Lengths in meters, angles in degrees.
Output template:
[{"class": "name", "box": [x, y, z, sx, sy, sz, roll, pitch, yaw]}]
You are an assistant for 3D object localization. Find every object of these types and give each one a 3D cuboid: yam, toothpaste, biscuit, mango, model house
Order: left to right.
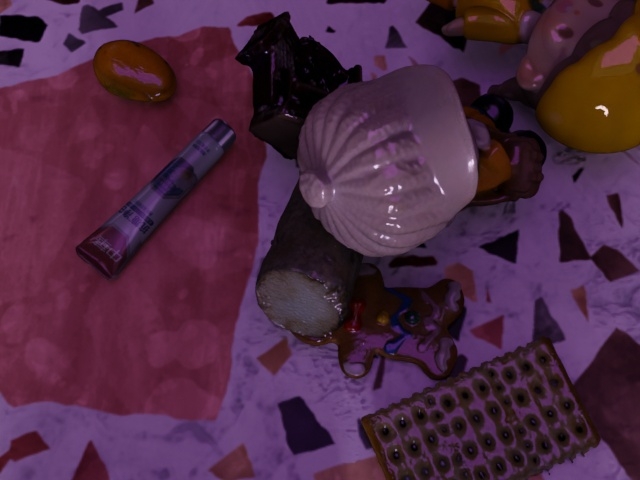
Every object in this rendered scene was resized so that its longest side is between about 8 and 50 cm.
[{"class": "mango", "box": [-0.236, -0.214, 1.204, 0.114, 0.057, 0.079, 28, 61, 9]}, {"class": "toothpaste", "box": [-0.194, -0.054, 1.143, 0.062, 0.039, 0.239, 39, 76, 10]}, {"class": "model house", "box": [-0.007, -0.180, 1.109, 0.141, 0.203, 0.164, -2, 74, 25]}, {"class": "yam", "box": [0.000, 0.000, 1.054, 0.107, 0.107, 0.194, 12, 49, 8]}, {"class": "biscuit", "box": [0.057, 0.090, 1.072, 0.205, 0.031, 0.138, 9, 67, 8]}, {"class": "biscuit", "box": [0.174, 0.207, 1.017, 0.231, 0.016, 0.139, -22, 72, -8]}]

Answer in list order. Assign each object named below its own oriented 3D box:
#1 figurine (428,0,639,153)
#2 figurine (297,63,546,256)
[{"class": "figurine", "box": [0.288, -0.253, 1.135, 0.215, 0.187, 0.343, -42, 65, -5]}, {"class": "figurine", "box": [0.110, -0.078, 1.015, 0.204, 0.332, 0.185, -47, 68, 18]}]
